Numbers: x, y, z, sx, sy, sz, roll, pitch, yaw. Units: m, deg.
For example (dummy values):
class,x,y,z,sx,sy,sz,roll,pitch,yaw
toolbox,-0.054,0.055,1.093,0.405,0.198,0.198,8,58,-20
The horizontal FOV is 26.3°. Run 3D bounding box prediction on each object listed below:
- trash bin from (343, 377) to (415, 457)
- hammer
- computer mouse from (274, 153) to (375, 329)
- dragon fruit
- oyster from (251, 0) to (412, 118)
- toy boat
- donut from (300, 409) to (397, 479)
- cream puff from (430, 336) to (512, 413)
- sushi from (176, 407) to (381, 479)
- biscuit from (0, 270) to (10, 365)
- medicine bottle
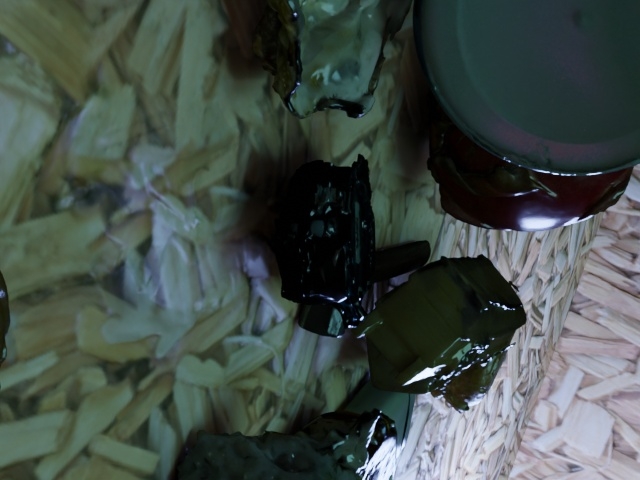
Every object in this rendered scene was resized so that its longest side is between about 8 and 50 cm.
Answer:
class,x,y,z,sx,sy,sz,roll,pitch,yaw
trash bin,0.057,0.223,1.575,0.130,0.059,0.116,-40,143,-57
hammer,0.062,0.024,1.433,0.365,0.043,0.111,-11,117,-72
computer mouse,0.000,0.000,1.131,0.242,0.078,0.146,38,50,-80
dragon fruit,0.227,-0.118,1.451,0.315,0.250,0.250,104,10,-72
oyster,0.010,-0.195,0.976,0.223,0.083,0.214,71,37,-58
toy boat,0.123,0.092,1.487,0.162,0.136,0.445,-43,170,10
donut,0.004,0.271,1.407,0.230,0.096,0.216,62,46,-66
cream puff,0.182,0.136,1.769,0.165,0.115,0.150,-37,150,-76
sushi,-0.054,0.256,1.146,0.184,0.139,0.274,69,40,-68
biscuit,-0.231,0.104,0.621,0.273,0.049,0.257,-12,120,-68
medicine bottle,0.221,-0.180,1.133,0.290,0.245,0.245,-25,131,-75
